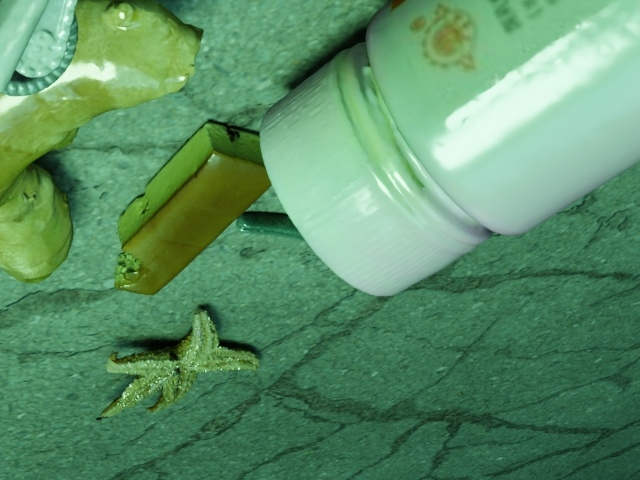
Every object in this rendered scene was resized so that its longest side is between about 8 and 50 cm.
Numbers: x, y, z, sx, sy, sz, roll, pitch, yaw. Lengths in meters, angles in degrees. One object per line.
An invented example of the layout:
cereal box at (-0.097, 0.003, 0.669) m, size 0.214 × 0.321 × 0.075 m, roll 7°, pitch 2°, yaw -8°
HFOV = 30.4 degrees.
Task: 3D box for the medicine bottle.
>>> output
medicine bottle at (0.157, -0.129, 0.927) m, size 0.388 × 0.219 × 0.219 m, roll -35°, pitch 148°, yaw 25°

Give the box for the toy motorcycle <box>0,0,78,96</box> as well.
toy motorcycle at (-0.181, -0.209, 0.651) m, size 0.171 × 0.110 × 0.260 m, roll 5°, pitch 112°, yaw -41°

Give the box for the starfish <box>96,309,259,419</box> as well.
starfish at (-0.167, 0.150, 1.398) m, size 0.241 × 0.043 × 0.227 m, roll 6°, pitch 145°, yaw -44°

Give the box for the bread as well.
bread at (-0.133, -0.024, 1.112) m, size 0.088 × 0.049 × 0.226 m, roll 10°, pitch 141°, yaw -42°

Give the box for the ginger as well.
ginger at (-0.292, -0.076, 0.865) m, size 0.363 × 0.122 × 0.348 m, roll 6°, pitch 138°, yaw -38°

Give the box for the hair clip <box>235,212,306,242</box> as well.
hair clip at (0.000, 0.000, 1.258) m, size 0.070 × 0.039 × 0.229 m, roll -36°, pitch 143°, yaw 26°
